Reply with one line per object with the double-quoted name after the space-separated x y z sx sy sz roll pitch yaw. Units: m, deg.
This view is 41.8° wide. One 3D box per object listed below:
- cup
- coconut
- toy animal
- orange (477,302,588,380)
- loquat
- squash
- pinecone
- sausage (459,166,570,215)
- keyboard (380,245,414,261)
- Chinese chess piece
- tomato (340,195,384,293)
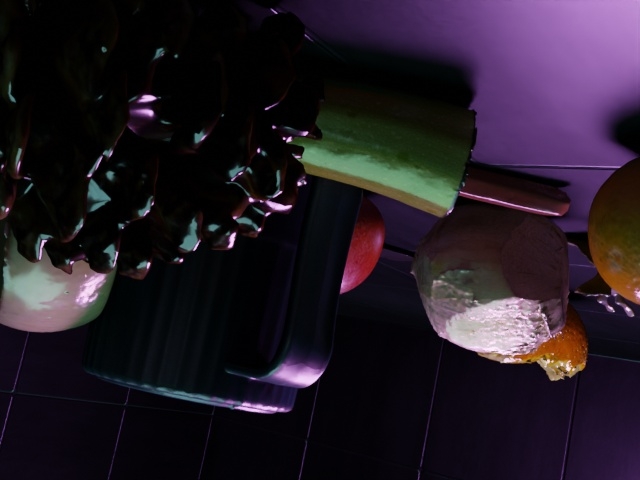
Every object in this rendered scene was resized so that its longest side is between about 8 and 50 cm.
-0.084 0.025 0.881 0.308 0.292 0.242 9 171 25 "cup"
0.199 0.043 1.008 0.194 0.194 0.194 11 171 2 "coconut"
0.376 0.045 1.063 0.155 0.095 0.219 24 166 -38 "toy animal"
0.398 0.168 1.585 0.237 0.158 0.179 21 177 -27 "orange"
0.296 -0.008 0.705 0.141 0.141 0.141 11 171 2 "loquat"
0.027 -0.091 0.688 0.188 0.095 0.095 17 171 -3 "squash"
-0.129 -0.079 0.547 0.272 0.224 0.224 12 172 -30 "pinecone"
0.188 -0.053 0.875 0.147 0.035 0.030 14 139 -4 "sausage"
0.082 0.009 1.466 0.196 0.015 0.074 16 166 -29 "keyboard"
-0.263 -0.040 0.809 0.104 0.257 0.257 4 175 -26 "Chinese chess piece"
0.000 0.000 1.084 0.167 0.167 0.167 11 171 2 "tomato"
